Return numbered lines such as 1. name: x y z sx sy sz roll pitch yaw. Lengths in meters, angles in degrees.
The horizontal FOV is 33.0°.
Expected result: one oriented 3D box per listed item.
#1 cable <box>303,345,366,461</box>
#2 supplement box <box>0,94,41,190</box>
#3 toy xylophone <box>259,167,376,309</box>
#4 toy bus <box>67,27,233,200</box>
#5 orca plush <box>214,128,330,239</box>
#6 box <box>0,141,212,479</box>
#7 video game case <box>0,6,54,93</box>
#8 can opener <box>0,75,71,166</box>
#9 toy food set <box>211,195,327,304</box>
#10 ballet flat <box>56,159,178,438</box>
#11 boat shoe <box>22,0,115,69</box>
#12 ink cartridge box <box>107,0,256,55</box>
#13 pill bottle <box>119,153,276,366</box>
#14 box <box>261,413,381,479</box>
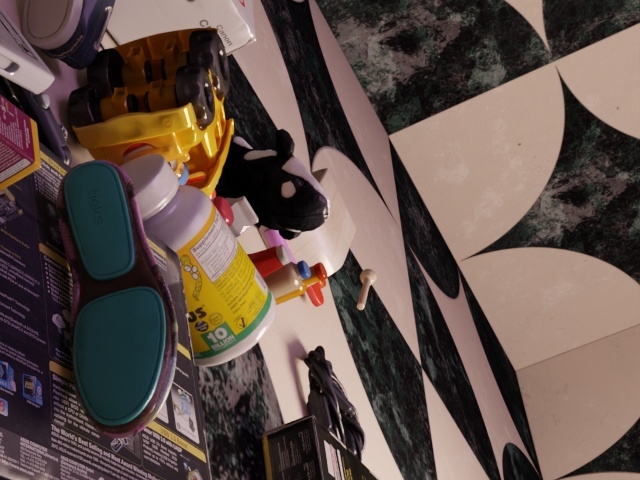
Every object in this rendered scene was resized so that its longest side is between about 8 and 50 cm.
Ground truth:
1. cable: 0.023 0.233 1.513 0.150 0.047 0.184 45 25 -56
2. supplement box: -0.227 -0.069 0.690 0.083 0.055 0.043 45 23 -52
3. toy xylophone: 0.000 0.000 1.725 0.236 0.081 0.323 66 14 -3
4. toy bus: -0.169 -0.107 1.201 0.220 0.150 0.211 -85 164 -58
5. orca plush: -0.100 -0.087 1.467 0.287 0.102 0.151 52 -36 40
6. box: -0.218 0.069 0.791 0.395 0.097 0.318 46 26 -54
7. video game case: -0.324 -0.226 0.844 0.227 0.026 0.206 51 6 15
8. can opener: -0.278 -0.138 0.968 0.186 0.059 0.073 68 15 2
9. toy food set: -0.086 -0.001 1.361 0.232 0.105 0.111 60 16 -26
10. ballet flat: -0.144 0.045 0.778 0.079 0.077 0.221 82 -8 -60
11. boat shoe: -0.244 -0.307 1.151 0.079 0.095 0.254 36 57 -60
12. ink cartridge box: -0.226 -0.431 1.416 0.279 0.161 0.384 53 19 -40
13. pill bottle: -0.142 0.019 1.100 0.208 0.118 0.117 59 16 -29
14. box: 0.038 0.399 1.245 0.257 0.079 0.322 49 23 -46
